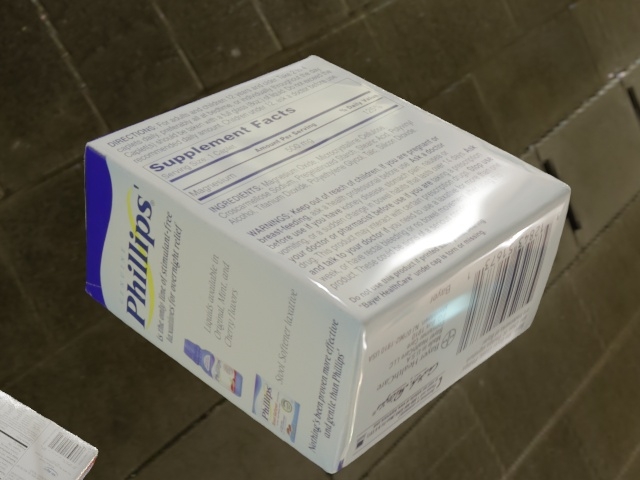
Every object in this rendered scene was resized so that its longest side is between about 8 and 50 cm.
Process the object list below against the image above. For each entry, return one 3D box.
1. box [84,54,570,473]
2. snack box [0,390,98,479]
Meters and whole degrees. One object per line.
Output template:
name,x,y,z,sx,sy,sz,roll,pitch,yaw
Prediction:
box,0.000,0.000,0.435,0.126,0.137,0.072,-28,139,-41
snack box,-0.216,0.096,0.623,0.178,0.022,0.064,30,44,4
